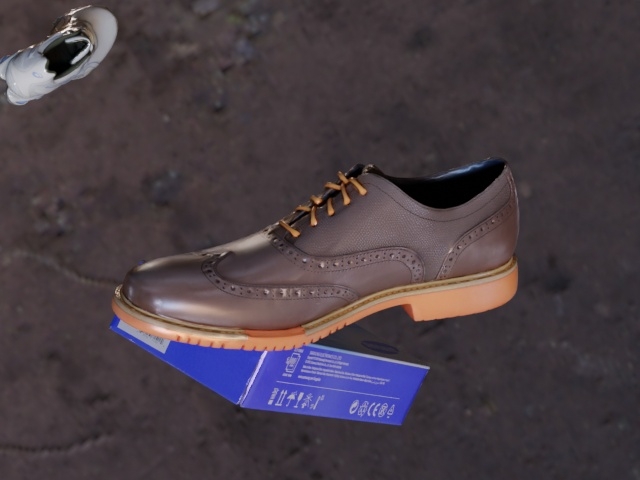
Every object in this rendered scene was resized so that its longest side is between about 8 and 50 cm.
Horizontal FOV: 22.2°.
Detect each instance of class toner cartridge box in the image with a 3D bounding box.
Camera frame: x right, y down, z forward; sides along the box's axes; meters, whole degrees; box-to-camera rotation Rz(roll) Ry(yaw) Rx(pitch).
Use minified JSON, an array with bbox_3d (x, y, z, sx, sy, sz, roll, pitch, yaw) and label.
[{"bbox_3d":[-0.039,0.106,1.613,0.165,0.348,0.075,29,95,28],"label":"toner cartridge box"}]

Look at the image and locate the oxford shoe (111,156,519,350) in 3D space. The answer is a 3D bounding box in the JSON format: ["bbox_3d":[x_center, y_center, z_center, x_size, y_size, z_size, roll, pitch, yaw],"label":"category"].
[{"bbox_3d":[0.000,0.000,1.354,0.363,0.133,0.130,-10,27,-26],"label":"oxford shoe"}]

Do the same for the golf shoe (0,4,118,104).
[{"bbox_3d":[-0.255,-0.198,1.704,0.086,0.069,0.176,-12,25,42],"label":"golf shoe"}]
